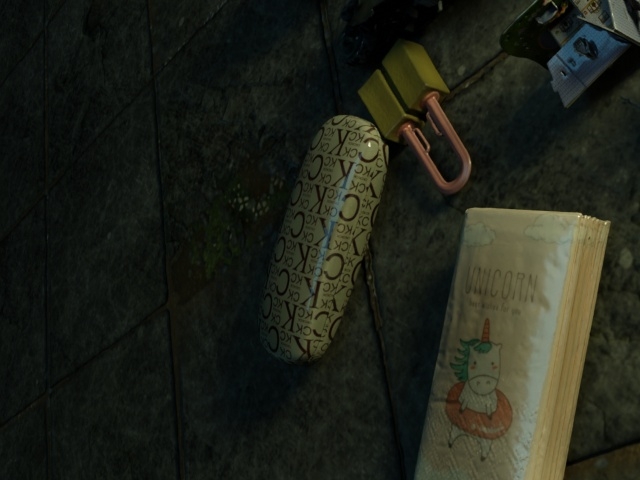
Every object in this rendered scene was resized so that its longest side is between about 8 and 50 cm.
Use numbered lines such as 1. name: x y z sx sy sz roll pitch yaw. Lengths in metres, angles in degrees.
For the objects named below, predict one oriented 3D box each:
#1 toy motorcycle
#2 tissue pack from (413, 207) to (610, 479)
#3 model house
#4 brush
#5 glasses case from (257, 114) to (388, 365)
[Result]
1. toy motorcycle: 0.102 -0.346 1.283 0.270 0.106 0.159 -25 56 58
2. tissue pack: 0.203 0.128 1.032 0.170 0.071 0.325 7 85 54
3. model house: 0.288 -0.223 1.002 0.167 0.117 0.088 -45 51 29
4. brush: 0.131 -0.151 1.230 0.103 0.047 0.233 -50 46 30
5. glasses case: 0.000 0.000 1.316 0.137 0.085 0.354 27 101 54
